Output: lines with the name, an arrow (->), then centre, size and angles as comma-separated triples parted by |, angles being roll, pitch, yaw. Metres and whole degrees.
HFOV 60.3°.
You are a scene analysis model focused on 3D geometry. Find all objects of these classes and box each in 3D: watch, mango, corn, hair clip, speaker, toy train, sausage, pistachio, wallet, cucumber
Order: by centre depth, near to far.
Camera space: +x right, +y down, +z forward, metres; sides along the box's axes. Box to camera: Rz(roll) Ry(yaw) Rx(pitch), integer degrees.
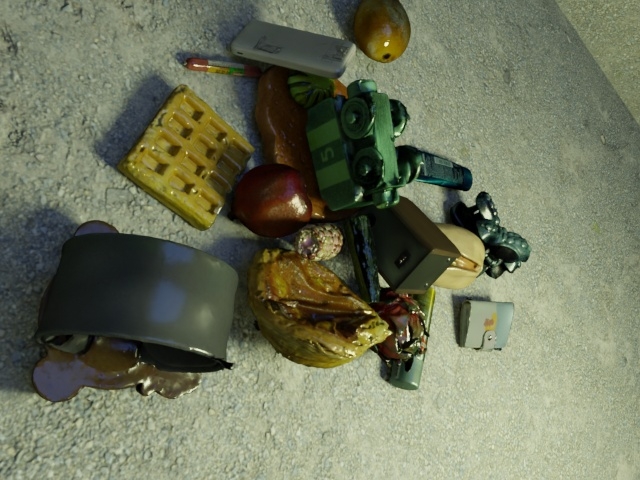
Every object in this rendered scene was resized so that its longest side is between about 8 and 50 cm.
watch -> -0.272, 0.118, 0.904 | 0.335, 0.327, 0.314 | 24, 63, -35
corn -> 0.000, 0.000, 1.265 | 0.280, 0.092, 0.092 | 0, 75, -80
toy train -> 0.097, -0.214, 1.302 | 0.167, 0.238, 0.299 | -9, 86, -43
sausage -> -0.226, -0.408, 1.303 | 0.223, 0.029, 0.029 | -8, 83, -43
cucumber -> 0.113, 0.048, 1.333 | 0.062, 0.078, 0.211 | -12, 79, -13
speaker -> 0.208, 0.004, 1.410 | 0.192, 0.153, 0.231 | 9, 36, -50
pistachio -> 0.356, 0.039, 1.608 | 0.299, 0.187, 0.187 | 19, 65, -31
mango -> 0.190, -0.664, 1.682 | 0.193, 0.146, 0.316 | 38, 41, -29
wallet -> 0.519, 0.267, 1.744 | 0.231, 0.069, 0.170 | 9, 89, -36
hair clip -> 0.543, 0.003, 1.782 | 0.310, 0.194, 0.206 | 43, 41, -22

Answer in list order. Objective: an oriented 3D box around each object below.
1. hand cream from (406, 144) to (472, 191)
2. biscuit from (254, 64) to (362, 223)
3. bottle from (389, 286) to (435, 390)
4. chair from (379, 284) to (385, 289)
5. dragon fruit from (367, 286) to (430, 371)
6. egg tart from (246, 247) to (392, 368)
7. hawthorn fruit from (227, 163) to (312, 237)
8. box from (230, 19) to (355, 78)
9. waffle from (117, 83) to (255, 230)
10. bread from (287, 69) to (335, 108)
hand cream -> 0.382, -0.224, 1.779 | 0.270, 0.061, 0.120 | 11, 69, -34
biscuit -> -0.014, -0.265, 1.421 | 0.350, 0.078, 0.455 | 9, 72, -43
bottle -> 0.252, 0.259, 1.498 | 0.082, 0.082, 0.286 | 34, 58, -30
chair -> 0.149, 0.122, 1.478 | 0.086, 0.037, 0.042 | -14, 98, -39
dragon fruit -> 0.186, 0.212, 1.391 | 0.182, 0.188, 0.182 | -6, 113, -16
egg tart -> -0.029, 0.156, 1.204 | 0.339, 0.153, 0.351 | 40, 20, 11
hawthorn fruit -> -0.115, -0.082, 1.219 | 0.188, 0.169, 0.169 | -25, 96, -7
box -> -0.066, -0.466, 1.335 | 0.285, 0.044, 0.142 | 17, 53, 11
waffle -> -0.276, -0.175, 1.174 | 0.221, 0.055, 0.248 | 41, 55, -26
bread -> -0.019, -0.392, 1.367 | 0.139, 0.071, 0.130 | -23, 97, -42
